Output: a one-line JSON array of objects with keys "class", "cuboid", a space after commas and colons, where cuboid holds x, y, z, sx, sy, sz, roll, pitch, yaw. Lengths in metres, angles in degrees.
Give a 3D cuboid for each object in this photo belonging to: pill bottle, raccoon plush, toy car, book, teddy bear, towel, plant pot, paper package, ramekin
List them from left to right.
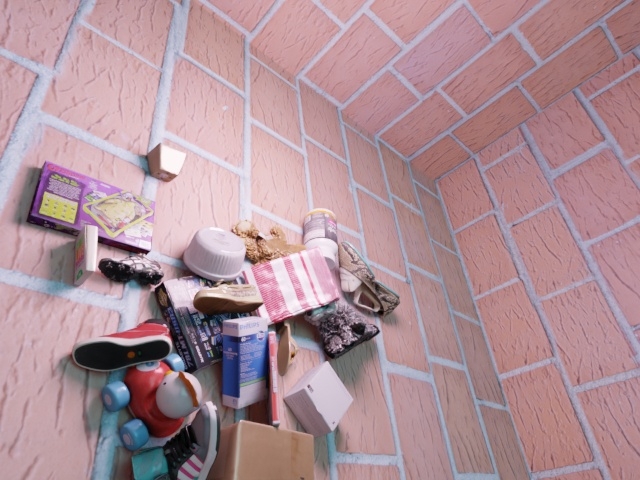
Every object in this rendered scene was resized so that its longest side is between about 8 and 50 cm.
[{"class": "book", "cuboid": [-0.664, 0.042, 1.250, 0.035, 0.096, 0.144, 16, 50, -44]}, {"class": "plant pot", "cuboid": [-0.570, -0.279, 1.638, 0.109, 0.109, 0.096, 18, 61, -42]}, {"class": "toy car", "cuboid": [-0.395, 0.391, 1.160, 0.219, 0.238, 0.210, -19, 77, -56]}, {"class": "ramekin", "cuboid": [-0.360, 0.040, 1.540, 0.207, 0.109, 0.207, 21, 22, -9]}, {"class": "paper package", "cuboid": [-0.171, 0.705, 1.236, 0.309, 0.168, 0.325, 30, 41, -35]}, {"class": "teddy bear", "cuboid": [-0.217, 0.039, 1.815, 0.337, 0.113, 0.245, 12, 47, -36]}, {"class": "towel", "cuboid": [-0.109, 0.169, 1.703, 0.328, 0.037, 0.237, -17, 72, -20]}, {"class": "pill bottle", "cuboid": [0.000, 0.000, 2.044, 0.162, 0.162, 0.279, 30, 41, -33]}, {"class": "raccoon plush", "cuboid": [0.065, 0.326, 1.900, 0.299, 0.216, 0.446, 54, 5, 20]}]

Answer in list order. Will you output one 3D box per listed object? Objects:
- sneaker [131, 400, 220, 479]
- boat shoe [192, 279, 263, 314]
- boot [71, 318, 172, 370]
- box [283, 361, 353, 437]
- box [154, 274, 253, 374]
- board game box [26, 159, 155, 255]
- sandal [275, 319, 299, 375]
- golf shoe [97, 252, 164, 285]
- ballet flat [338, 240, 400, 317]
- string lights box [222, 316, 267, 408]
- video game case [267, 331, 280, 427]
[{"class": "sneaker", "cuboid": [-0.363, 0.523, 1.089, 0.178, 0.296, 0.124, 8, 22, -33]}, {"class": "boat shoe", "cuboid": [-0.307, 0.183, 1.453, 0.285, 0.104, 0.089, 19, 42, -57]}, {"class": "boot", "cuboid": [-0.542, 0.276, 1.229, 0.244, 0.089, 0.176, -1, 14, -20]}, {"class": "box", "cuboid": [-0.004, 0.571, 1.596, 0.181, 0.119, 0.182, 56, 34, 0]}, {"class": "box", "cuboid": [-0.360, 0.253, 1.467, 0.293, 0.073, 0.296, -9, 70, -56]}, {"class": "board game box", "cuboid": [-0.691, -0.093, 1.378, 0.346, 0.056, 0.208, 23, 49, -39]}, {"class": "sandal", "cuboid": [-0.112, 0.388, 1.646, 0.079, 0.088, 0.240, 21, 41, -32]}, {"class": "golf shoe", "cuboid": [-0.580, 0.079, 1.357, 0.198, 0.077, 0.094, 24, 30, -44]}, {"class": "ballet flat", "cuboid": [0.205, 0.215, 2.103, 0.182, 0.164, 0.483, -51, 122, -13]}, {"class": "string lights box", "cuboid": [-0.237, 0.380, 1.409, 0.133, 0.076, 0.260, 3, 85, -54]}, {"class": "video game case", "cuboid": [-0.158, 0.470, 1.439, 0.025, 0.204, 0.285, 0, 55, -11]}]
